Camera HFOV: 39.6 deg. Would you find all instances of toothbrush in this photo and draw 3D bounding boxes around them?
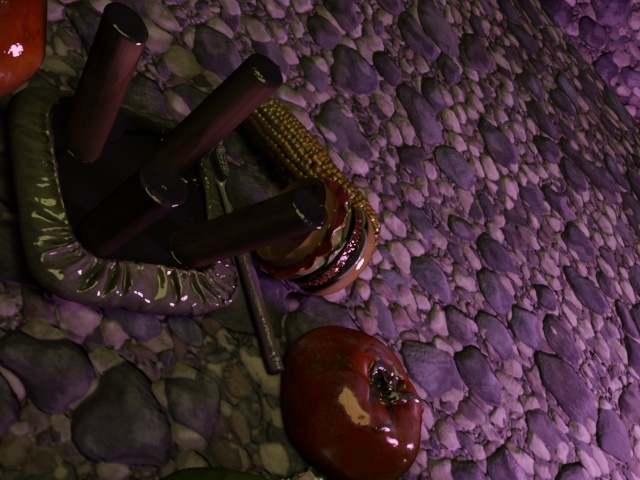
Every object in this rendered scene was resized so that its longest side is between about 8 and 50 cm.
[{"bbox_3d":[-0.107,0.020,1.255,0.024,0.029,0.354,-3,64,-33],"label":"toothbrush"}]

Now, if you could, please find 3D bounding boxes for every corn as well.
[{"bbox_3d":[-0.016,-0.103,1.403,0.320,0.097,0.097,52,37,0],"label":"corn"}]

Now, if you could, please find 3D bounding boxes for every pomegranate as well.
[{"bbox_3d":[-0.407,-0.259,1.010,0.209,0.209,0.209,27,44,-31],"label":"pomegranate"}]

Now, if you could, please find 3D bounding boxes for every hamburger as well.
[{"bbox_3d":[0.000,0.002,1.278,0.137,0.175,0.175,38,39,-30],"label":"hamburger"}]

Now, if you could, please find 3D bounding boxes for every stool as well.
[{"bbox_3d":[-0.192,-0.092,1.093,0.310,0.226,0.310,8,54,-44],"label":"stool"}]

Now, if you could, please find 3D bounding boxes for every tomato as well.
[{"bbox_3d":[0.056,0.218,1.223,0.237,0.095,0.237,28,43,-30],"label":"tomato"}]

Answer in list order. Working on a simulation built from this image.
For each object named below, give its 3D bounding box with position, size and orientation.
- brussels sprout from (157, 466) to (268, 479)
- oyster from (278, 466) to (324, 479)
[{"bbox_3d":[-0.091,0.331,0.881,0.244,0.244,0.244,27,44,-31],"label":"brussels sprout"},{"bbox_3d":[0.023,0.367,1.101,0.209,0.072,0.133,19,53,-11],"label":"oyster"}]
